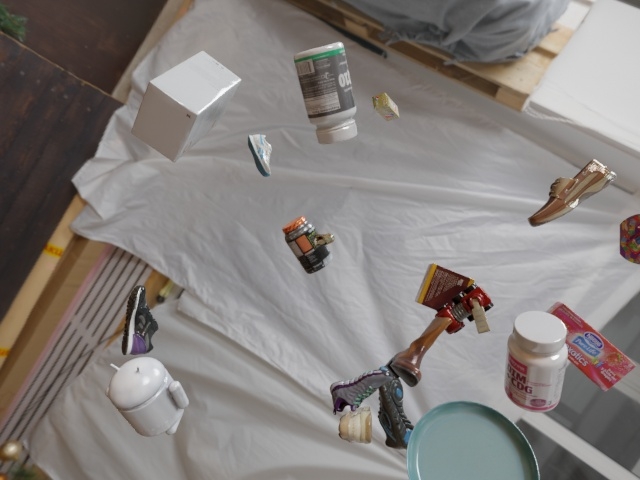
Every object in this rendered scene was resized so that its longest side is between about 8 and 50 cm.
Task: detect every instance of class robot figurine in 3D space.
[{"bbox_3d":[-0.629,0.568,1.548,0.199,0.300,0.353,-85,162,-55],"label":"robot figurine"}]

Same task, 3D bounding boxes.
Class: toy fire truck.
[{"bbox_3d":[0.558,0.289,1.627,0.217,0.158,0.246,-41,164,17],"label":"toy fire truck"}]

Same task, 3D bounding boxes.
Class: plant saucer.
[{"bbox_3d":[0.382,0.577,1.085,0.317,0.318,0.043,-49,149,-22],"label":"plant saucer"}]

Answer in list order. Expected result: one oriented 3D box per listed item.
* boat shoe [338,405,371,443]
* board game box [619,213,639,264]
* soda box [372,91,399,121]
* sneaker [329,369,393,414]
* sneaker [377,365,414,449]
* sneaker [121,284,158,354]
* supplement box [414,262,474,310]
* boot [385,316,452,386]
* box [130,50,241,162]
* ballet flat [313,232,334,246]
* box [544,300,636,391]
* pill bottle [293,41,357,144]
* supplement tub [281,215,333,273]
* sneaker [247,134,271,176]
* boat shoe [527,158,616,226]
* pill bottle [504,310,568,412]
[{"bbox_3d":[0.116,0.627,1.447,0.341,0.110,0.121,79,11,-65],"label":"boat shoe"},{"bbox_3d":[1.040,-0.005,1.379,0.033,0.133,0.168,1,90,-30],"label":"board game box"},{"bbox_3d":[0.284,-0.576,1.835,0.181,0.061,0.058,4,76,-64],"label":"soda box"},{"bbox_3d":[0.132,0.476,1.317,0.224,0.098,0.083,-28,134,27],"label":"sneaker"},{"bbox_3d":[0.287,0.712,1.801,0.125,0.340,0.140,3,156,-41],"label":"sneaker"},{"bbox_3d":[-0.730,0.326,1.746,0.124,0.107,0.283,10,85,-37],"label":"sneaker"},{"bbox_3d":[0.554,0.228,1.908,0.129,0.194,0.191,40,72,-82],"label":"supplement box"},{"bbox_3d":[0.377,0.388,1.514,0.280,0.096,0.264,-40,169,-10],"label":"boot"},{"bbox_3d":[-0.444,-0.459,1.433,0.215,0.168,0.345,-47,-166,38],"label":"box"},{"bbox_3d":[0.000,0.000,2.366,0.067,0.073,0.206,-31,-174,-29],"label":"ballet flat"},{"bbox_3d":[0.814,0.323,1.330,0.122,0.257,0.128,-48,161,12],"label":"box"},{"bbox_3d":[0.030,-0.588,1.714,0.204,0.204,0.360,-39,123,-43],"label":"pill bottle"},{"bbox_3d":[-0.087,0.025,2.679,0.207,0.337,0.207,-30,-169,7],"label":"supplement tub"},{"bbox_3d":[-0.272,-0.409,2.018,0.092,0.228,0.087,-15,164,-21],"label":"sneaker"},{"bbox_3d":[0.858,-0.164,1.487,0.324,0.116,0.123,-34,169,1],"label":"boat shoe"},{"bbox_3d":[0.641,0.360,1.266,0.160,0.160,0.282,-41,131,-41],"label":"pill bottle"}]
